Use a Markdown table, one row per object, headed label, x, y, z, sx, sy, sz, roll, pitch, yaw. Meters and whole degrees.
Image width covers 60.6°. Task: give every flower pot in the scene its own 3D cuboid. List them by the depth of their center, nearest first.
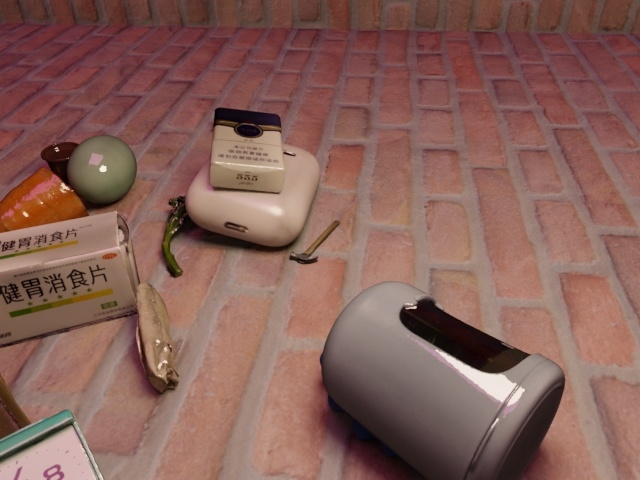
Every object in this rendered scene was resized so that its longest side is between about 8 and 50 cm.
| label | x | y | z | sx | sy | sz | roll | pitch | yaw |
| --- | --- | --- | --- | --- | --- | --- | --- | --- | --- |
| flower pot | -0.720 | -0.215 | 1.550 | 0.111 | 0.089 | 0.111 | 0 | 38 | 0 |

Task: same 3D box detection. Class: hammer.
| label | x | y | z | sx | sy | sz | roll | pitch | yaw |
| --- | --- | --- | --- | --- | --- | --- | --- | --- | --- |
| hammer | 0.000 | 0.000 | 1.303 | 0.062 | 0.017 | 0.182 | 19 | 41 | 24 |

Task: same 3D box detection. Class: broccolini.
| label | x | y | z | sx | sy | sz | roll | pitch | yaw |
| --- | --- | --- | --- | --- | --- | --- | --- | --- | --- |
| broccolini | -0.313 | -0.013 | 1.313 | 0.123 | 0.062 | 0.272 | -8 | 44 | -1 |

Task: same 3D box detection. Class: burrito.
| label | x | y | z | sx | sy | sz | roll | pitch | yaw |
| --- | --- | --- | --- | --- | --- | --- | --- | --- | --- |
| burrito | -0.308 | 0.184 | 1.018 | 0.060 | 0.087 | 0.226 | -20 | 44 | -9 |

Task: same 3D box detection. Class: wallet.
| label | x | y | z | sx | sy | sz | roll | pitch | yaw |
| --- | --- | --- | --- | --- | --- | --- | --- | --- | --- |
| wallet | -0.531 | 0.264 | 0.837 | 0.198 | 0.031 | 0.110 | 36 | 61 | 27 |

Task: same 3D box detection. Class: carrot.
| label | x | y | z | sx | sy | sz | roll | pitch | yaw |
| --- | --- | --- | --- | --- | --- | --- | --- | --- | --- |
| carrot | -0.695 | -0.056 | 1.311 | 0.159 | 0.159 | 0.225 | 23 | 53 | 29 |

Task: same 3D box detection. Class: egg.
| label | x | y | z | sx | sy | sz | roll | pitch | yaw |
| --- | --- | --- | --- | --- | --- | --- | --- | --- | --- |
| egg | -0.573 | -0.190 | 1.447 | 0.167 | 0.168 | 0.231 | -4 | 32 | -3 |

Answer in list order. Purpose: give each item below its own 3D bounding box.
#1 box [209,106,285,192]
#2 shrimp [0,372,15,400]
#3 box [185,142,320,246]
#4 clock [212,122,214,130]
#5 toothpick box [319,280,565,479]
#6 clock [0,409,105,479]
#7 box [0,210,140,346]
| label | x | y | z | sx | sy | sz | roll | pitch | yaw |
| --- | --- | --- | --- | --- | --- | --- | --- | --- | --- |
| box | -0.172 | -0.219 | 1.289 | 0.168 | 0.071 | 0.259 | 4 | 41 | -12 |
| shrimp | -0.569 | 0.304 | 0.868 | 0.168 | 0.077 | 0.317 | -24 | 49 | -27 |
| box | -0.157 | -0.134 | 1.360 | 0.288 | 0.141 | 0.349 | 14 | 38 | 2 |
| clock | -0.261 | -0.358 | 1.753 | 0.113 | 0.061 | 0.155 | -26 | 45 | -30 |
| toothpick box | 0.149 | 0.219 | 0.844 | 0.263 | 0.263 | 0.354 | -31 | 45 | -34 |
| clock | -0.404 | 0.388 | 0.707 | 0.262 | 0.116 | 0.231 | -26 | 62 | -27 |
| box | -0.533 | 0.075 | 1.089 | 0.332 | 0.173 | 0.145 | -13 | 39 | -15 |
